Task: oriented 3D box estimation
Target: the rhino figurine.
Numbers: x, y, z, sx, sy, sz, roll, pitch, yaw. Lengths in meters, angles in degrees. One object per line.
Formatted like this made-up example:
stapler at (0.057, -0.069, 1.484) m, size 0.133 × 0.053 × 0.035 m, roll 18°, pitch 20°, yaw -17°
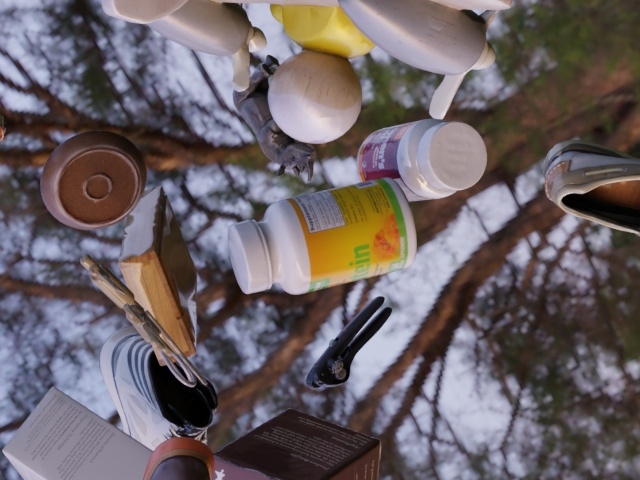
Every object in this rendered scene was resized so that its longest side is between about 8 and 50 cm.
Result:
rhino figurine at (-0.071, -0.196, 2.224) m, size 0.073 × 0.106 × 0.243 m, roll 1°, pitch -128°, yaw -52°

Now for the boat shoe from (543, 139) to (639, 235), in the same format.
boat shoe at (0.432, -0.046, 1.647) m, size 0.103 × 0.302 × 0.113 m, roll -79°, pitch -4°, yaw -57°

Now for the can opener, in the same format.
can opener at (0.046, 0.159, 2.058) m, size 0.073 × 0.186 × 0.059 m, roll 21°, pitch 154°, yaw 48°

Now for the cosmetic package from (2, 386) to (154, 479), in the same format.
cosmetic package at (-0.358, 0.439, 2.300) m, size 0.366 × 0.155 × 0.197 m, roll 28°, pitch 156°, yaw 17°

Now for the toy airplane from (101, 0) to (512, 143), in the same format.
toy airplane at (-0.024, -0.216, 1.146) m, size 0.386 × 0.385 × 0.272 m, roll -75°, pitch -17°, yaw -75°

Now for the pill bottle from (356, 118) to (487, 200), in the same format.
pill bottle at (0.153, -0.121, 1.978) m, size 0.121 × 0.121 × 0.221 m, roll 57°, pitch 159°, yaw -12°

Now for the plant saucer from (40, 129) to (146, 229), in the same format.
plant saucer at (-0.348, -0.087, 2.021) m, size 0.168 × 0.168 × 0.029 m, roll 49°, pitch -179°, yaw -35°

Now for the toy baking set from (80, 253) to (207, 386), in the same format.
toy baking set at (-0.255, 0.123, 1.865) m, size 0.197 × 0.030 × 0.256 m, roll 48°, pitch 176°, yaw 36°

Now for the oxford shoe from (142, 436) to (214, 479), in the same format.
oxford shoe at (-0.190, 0.355, 1.509) m, size 0.097 × 0.271 × 0.098 m, roll 10°, pitch -147°, yaw -10°

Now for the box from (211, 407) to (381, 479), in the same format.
box at (-0.038, 0.366, 1.859) m, size 0.203 × 0.168 × 0.167 m, roll -22°, pitch -57°, yaw -54°

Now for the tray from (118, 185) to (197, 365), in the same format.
tray at (-0.291, 0.053, 2.399) m, size 0.411 × 0.076 × 0.202 m, roll -108°, pitch -1°, yaw -71°

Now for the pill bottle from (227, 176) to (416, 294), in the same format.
pill bottle at (0.000, 0.000, 1.845) m, size 0.136 × 0.246 × 0.136 m, roll 167°, pitch 90°, yaw -75°

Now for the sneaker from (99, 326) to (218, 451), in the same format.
sneaker at (-0.281, 0.395, 2.536) m, size 0.257 × 0.169 × 0.447 m, roll 14°, pitch 128°, yaw 60°

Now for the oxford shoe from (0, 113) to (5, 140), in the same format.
oxford shoe at (-0.560, -0.170, 2.008) m, size 0.397 × 0.147 × 0.140 m, roll -120°, pitch 23°, yaw -51°
